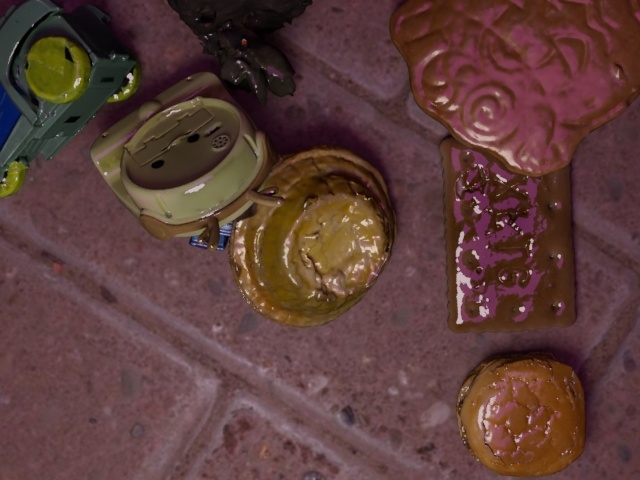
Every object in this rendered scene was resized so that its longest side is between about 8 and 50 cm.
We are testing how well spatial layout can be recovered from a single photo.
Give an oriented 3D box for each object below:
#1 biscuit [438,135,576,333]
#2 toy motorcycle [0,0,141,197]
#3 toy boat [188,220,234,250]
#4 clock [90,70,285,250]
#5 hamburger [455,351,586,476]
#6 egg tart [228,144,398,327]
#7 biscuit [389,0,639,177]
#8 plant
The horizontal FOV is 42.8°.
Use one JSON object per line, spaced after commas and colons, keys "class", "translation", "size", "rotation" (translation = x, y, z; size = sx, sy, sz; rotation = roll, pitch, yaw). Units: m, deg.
{"class": "biscuit", "translation": [0.303, -0.012, 1.313], "size": [0.217, 0.044, 0.325], "rotation": [-2, 95, 1]}
{"class": "toy motorcycle", "translation": [-0.451, -0.225, 1.238], "size": [0.326, 0.191, 0.200], "rotation": [-39, 90, 17]}
{"class": "toy boat", "translation": [-0.160, -0.028, 1.287], "size": [0.223, 0.100, 0.097], "rotation": [12, 119, -1]}
{"class": "clock", "translation": [-0.179, -0.108, 1.182], "size": [0.235, 0.308, 0.096], "rotation": [-36, 138, -11]}
{"class": "hamburger", "translation": [0.320, 0.278, 1.307], "size": [0.214, 0.108, 0.214], "rotation": [0, 93, -5]}
{"class": "egg tart", "translation": [0.000, 0.000, 1.236], "size": [0.290, 0.115, 0.290], "rotation": [-5, 102, -23]}
{"class": "biscuit", "translation": [0.308, -0.313, 1.253], "size": [0.385, 0.062, 0.365], "rotation": [43, 94, 6]}
{"class": "plant", "translation": [-0.116, -0.356, 1.202], "size": [0.213, 0.215, 0.312], "rotation": [1, 97, -3]}
